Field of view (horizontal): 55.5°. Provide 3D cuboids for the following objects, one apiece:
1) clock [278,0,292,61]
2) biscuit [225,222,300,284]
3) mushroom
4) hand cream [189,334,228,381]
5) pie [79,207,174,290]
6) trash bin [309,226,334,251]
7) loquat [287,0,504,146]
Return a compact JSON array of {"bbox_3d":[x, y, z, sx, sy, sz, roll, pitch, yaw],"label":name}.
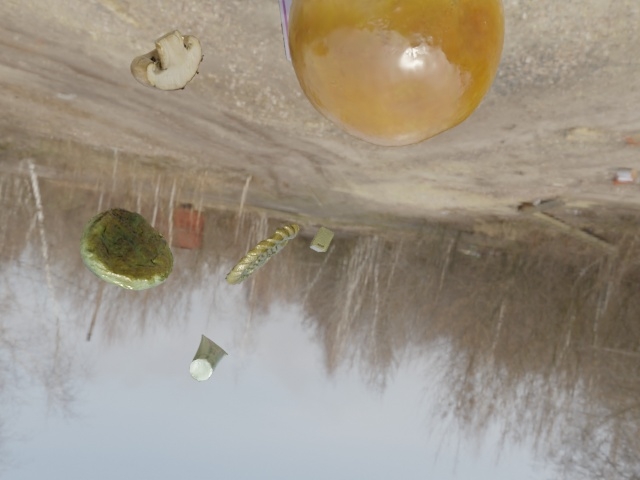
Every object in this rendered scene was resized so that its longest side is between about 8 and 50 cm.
[{"bbox_3d":[-0.019,-0.529,1.474,0.150,0.063,0.197,1,147,6],"label":"clock"},{"bbox_3d":[-0.181,0.048,1.761,0.036,0.274,0.187,52,-161,9],"label":"biscuit"},{"bbox_3d":[-0.476,-0.523,1.797,0.151,0.155,0.285,2,-146,24],"label":"mushroom"},{"bbox_3d":[-0.244,0.252,1.326,0.078,0.050,0.205,37,-177,-4],"label":"hand cream"},{"bbox_3d":[-0.545,0.025,1.733,0.277,0.276,0.078,10,137,-35],"label":"pie"},{"bbox_3d":[0.000,0.000,1.721,0.043,0.060,0.092,27,171,-7],"label":"trash bin"},{"bbox_3d":[0.111,-0.302,0.911,0.329,0.328,0.328,10,179,0],"label":"loquat"}]
